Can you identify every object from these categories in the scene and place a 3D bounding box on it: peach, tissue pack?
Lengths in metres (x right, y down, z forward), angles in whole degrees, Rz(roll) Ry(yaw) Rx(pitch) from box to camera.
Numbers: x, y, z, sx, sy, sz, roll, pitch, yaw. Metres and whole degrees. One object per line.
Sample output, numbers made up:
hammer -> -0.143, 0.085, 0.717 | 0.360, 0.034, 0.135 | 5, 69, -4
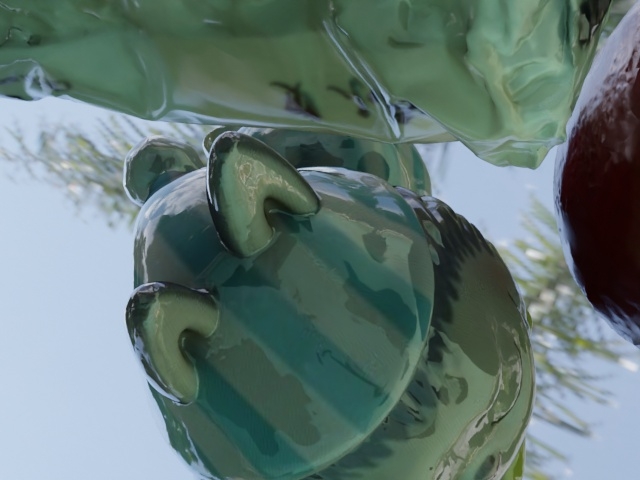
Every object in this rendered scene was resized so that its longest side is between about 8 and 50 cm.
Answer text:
peach -> 0.278, -0.048, 1.093 | 0.257, 0.362, 0.201 | 36, -131, 3
tissue pack -> -0.030, -0.198, 0.738 | 0.390, 0.375, 0.195 | -59, -37, -34

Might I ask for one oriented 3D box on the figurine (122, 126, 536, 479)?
figurine -> 0.000, 0.000, 1.173 | 0.266, 0.378, 0.361 | -15, -118, -1
